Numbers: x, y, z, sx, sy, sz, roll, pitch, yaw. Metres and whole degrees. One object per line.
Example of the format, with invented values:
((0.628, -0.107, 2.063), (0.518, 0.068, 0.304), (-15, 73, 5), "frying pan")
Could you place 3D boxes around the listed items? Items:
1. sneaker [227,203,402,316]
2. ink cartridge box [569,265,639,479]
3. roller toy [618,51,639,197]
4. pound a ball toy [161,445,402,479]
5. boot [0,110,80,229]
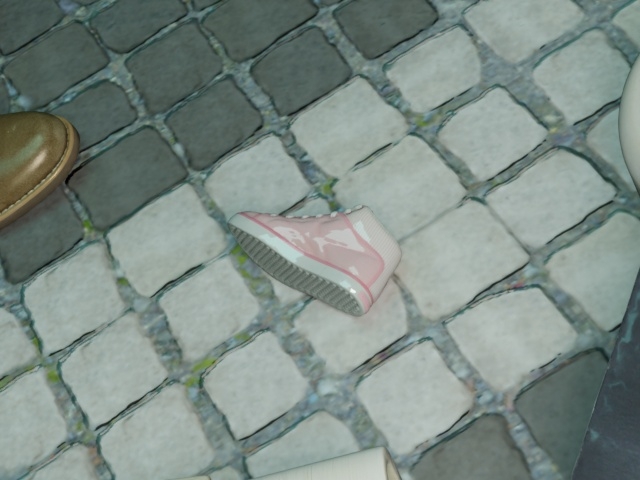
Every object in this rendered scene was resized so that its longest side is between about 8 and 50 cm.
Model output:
((0.000, 0.000, 1.246), (0.134, 0.051, 0.070), (27, 65, 32), "sneaker")
((0.229, 0.132, 0.957), (0.165, 0.065, 0.332), (15, 85, 30), "ink cartridge box")
((0.298, -0.063, 1.113), (0.191, 0.146, 0.209), (-11, 60, 18), "roller toy")
((-0.104, 0.194, 1.051), (0.319, 0.135, 0.208), (-14, 49, 8), "pound a ball toy")
((-0.348, -0.057, 1.388), (0.305, 0.115, 0.112), (-14, 48, 10), "boot")
